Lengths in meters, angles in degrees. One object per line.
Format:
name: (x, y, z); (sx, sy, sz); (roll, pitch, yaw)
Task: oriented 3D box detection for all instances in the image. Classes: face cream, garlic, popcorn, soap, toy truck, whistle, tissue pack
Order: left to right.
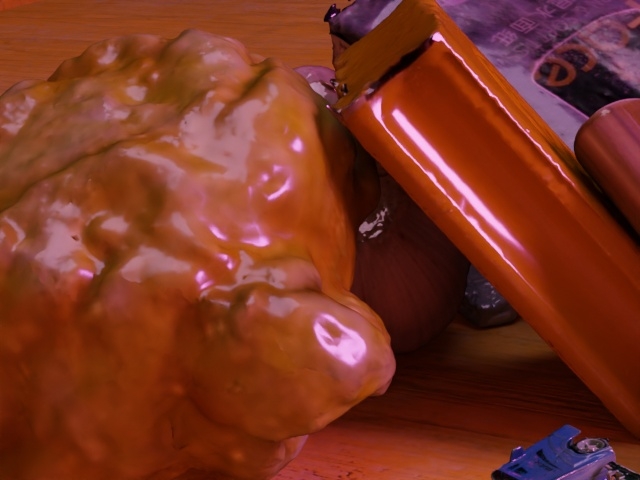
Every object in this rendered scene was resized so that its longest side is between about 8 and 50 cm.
popcorn: (-0.109, 0.009, 1.211); (0.293, 0.334, 0.292); (14, -33, -37)
garlic: (0.000, 0.000, 1.472); (0.245, 0.245, 0.253); (-9, -16, -16)
whistle: (0.112, -0.003, 1.562); (0.122, 0.123, 0.223); (-9, 31, -15)
soap: (0.144, -0.028, 1.282); (0.096, 0.324, 0.204); (-42, 13, 10)
tissue pack: (0.214, -0.138, 1.550); (0.259, 0.122, 0.361); (-34, 52, -26)
toy truck: (0.173, 0.171, 1.034); (0.081, 0.067, 0.175); (-20, 25, -29)
face cream: (0.283, 0.030, 1.196); (0.067, 0.285, 0.139); (-43, -20, 17)
